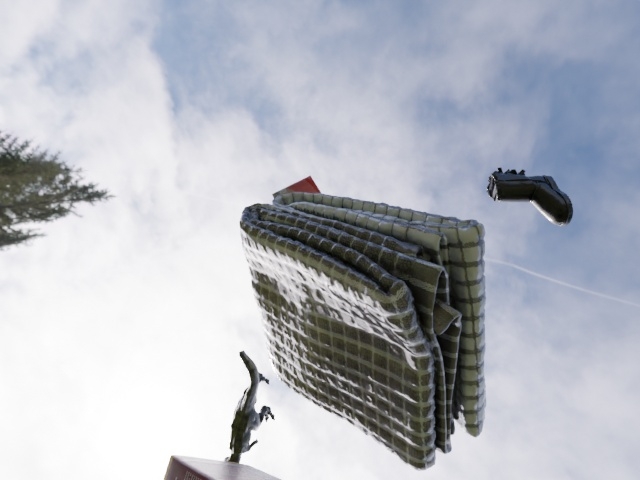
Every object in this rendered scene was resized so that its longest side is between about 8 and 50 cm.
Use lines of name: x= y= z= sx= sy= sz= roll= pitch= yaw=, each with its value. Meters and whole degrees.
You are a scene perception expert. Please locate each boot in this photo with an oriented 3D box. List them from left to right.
boot: x=0.322 y=-0.069 z=0.663 sx=0.099 sy=0.121 sz=0.045 roll=4 pitch=-48 yaw=0

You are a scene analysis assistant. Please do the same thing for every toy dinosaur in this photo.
toy dinosaur: x=-0.129 y=0.308 z=0.774 sx=0.063 sy=0.118 sz=0.269 roll=15 pitch=-78 yaw=17

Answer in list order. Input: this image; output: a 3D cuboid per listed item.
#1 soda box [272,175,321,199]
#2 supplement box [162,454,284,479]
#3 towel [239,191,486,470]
soda box: x=0.000 y=0.000 z=0.783 sx=0.092 sy=0.084 sz=0.263 roll=-27 pitch=-130 yaw=-4
supplement box: x=-0.073 y=0.265 z=0.392 sx=0.188 sy=0.104 sz=0.081 roll=-17 pitch=-126 yaw=50
towel: x=0.029 y=0.083 z=0.462 sx=0.283 sy=0.121 sz=0.235 roll=18 pitch=-56 yaw=47
